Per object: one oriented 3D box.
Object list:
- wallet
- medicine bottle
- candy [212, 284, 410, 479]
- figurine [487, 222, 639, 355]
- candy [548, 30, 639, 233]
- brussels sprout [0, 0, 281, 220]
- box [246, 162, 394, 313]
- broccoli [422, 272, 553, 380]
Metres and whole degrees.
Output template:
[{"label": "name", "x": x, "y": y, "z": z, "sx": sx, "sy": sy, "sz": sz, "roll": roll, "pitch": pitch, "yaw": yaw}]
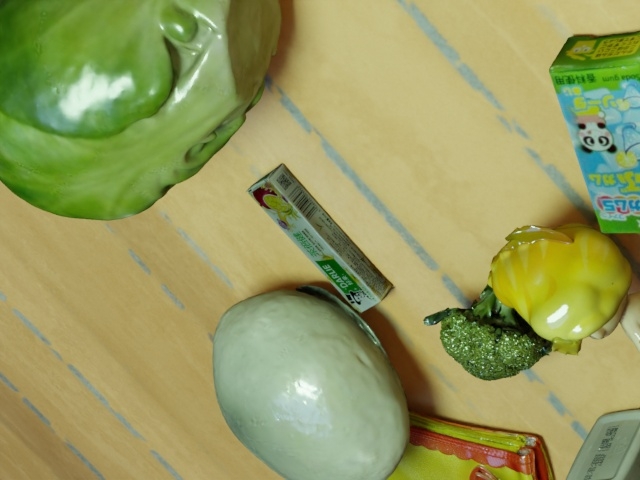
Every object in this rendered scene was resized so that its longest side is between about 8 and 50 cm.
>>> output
[{"label": "wallet", "x": 0.178, "y": 0.291, "z": 1.661, "sx": 0.241, "sy": 0.067, "sz": 0.141, "roll": 8, "pitch": 129, "yaw": 33}, {"label": "medicine bottle", "x": 0.373, "y": 0.303, "z": 1.469, "sx": 0.088, "sy": 0.132, "sz": 0.188, "roll": -18, "pitch": 115, "yaw": 45}, {"label": "candy", "x": -0.025, "y": 0.196, "z": 1.611, "sx": 0.295, "sy": 0.185, "sz": 0.295, "roll": 35, "pitch": 143, "yaw": 33}, {"label": "figurine", "x": 0.286, "y": 0.061, "z": 1.310, "sx": 0.246, "sy": 0.156, "sz": 0.131, "roll": 24, "pitch": 138, "yaw": -9}, {"label": "candy", "x": 0.293, "y": -0.099, "z": 1.214, "sx": 0.097, "sy": 0.062, "sz": 0.194, "roll": 0, "pitch": 127, "yaw": 37}, {"label": "brussels sprout", "x": -0.209, "y": -0.190, "z": 1.345, "sx": 0.355, "sy": 0.289, "sz": 0.281, "roll": -9, "pitch": 136, "yaw": 28}, {"label": "box", "x": 0.000, "y": 0.000, "z": 1.546, "sx": 0.207, "sy": 0.041, "sz": 0.050, "roll": 47, "pitch": 137, "yaw": -10}, {"label": "broccoli", "x": 0.195, "y": 0.097, "z": 1.439, "sx": 0.131, "sy": 0.130, "sz": 0.120, "roll": 21, "pitch": 102, "yaw": 42}]
